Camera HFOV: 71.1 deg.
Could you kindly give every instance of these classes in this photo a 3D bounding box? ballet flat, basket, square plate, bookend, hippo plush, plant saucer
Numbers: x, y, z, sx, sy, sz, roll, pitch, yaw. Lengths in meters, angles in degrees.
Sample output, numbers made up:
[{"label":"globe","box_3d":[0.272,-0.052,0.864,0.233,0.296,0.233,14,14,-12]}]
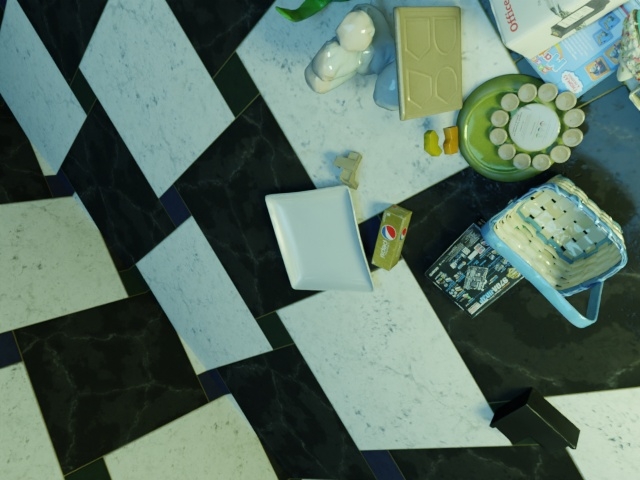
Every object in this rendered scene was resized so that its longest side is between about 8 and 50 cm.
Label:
[{"label":"ballet flat","box_3d":[0.573,-0.282,0.783,0.241,0.091,0.077,49,151,-14]},{"label":"basket","box_3d":[0.470,0.012,0.903,0.254,0.289,0.201,48,133,10]},{"label":"square plate","box_3d":[0.000,0.000,1.437,0.344,0.049,0.347,-2,111,39]},{"label":"bookend","box_3d":[0.581,0.512,1.224,0.157,0.072,0.156,42,133,13]},{"label":"hippo plush","box_3d":[0.121,-0.399,1.038,0.237,0.294,0.234,38,136,-14]},{"label":"plant saucer","box_3d":[0.412,-0.241,0.993,0.241,0.037,0.240,17,121,31]}]

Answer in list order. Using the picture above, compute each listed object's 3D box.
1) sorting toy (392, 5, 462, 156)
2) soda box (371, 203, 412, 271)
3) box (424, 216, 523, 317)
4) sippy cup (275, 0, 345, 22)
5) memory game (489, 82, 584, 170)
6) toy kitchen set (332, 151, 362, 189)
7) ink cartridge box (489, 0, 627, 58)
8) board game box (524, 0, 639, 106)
[{"label":"sorting toy","box_3d":[0.231,-0.327,0.954,0.041,0.229,0.307,14,118,47]},{"label":"soda box","box_3d":[0.200,-0.006,1.268,0.061,0.058,0.181,26,127,25]},{"label":"box","box_3d":[0.401,0.074,1.154,0.175,0.051,0.220,43,132,12]},{"label":"sippy cup","box_3d":[-0.010,-0.655,0.985,0.240,0.224,0.305,13,120,34]},{"label":"memory game","box_3d":[0.446,-0.234,0.934,0.186,0.012,0.186,19,124,30]},{"label":"toy kitchen set","box_3d":[0.079,-0.203,1.281,0.068,0.075,0.083,21,84,25]},{"label":"ink cartridge box","box_3d":[0.429,-0.464,0.780,0.237,0.100,0.171,-24,72,45]},{"label":"board game box","box_3d":[0.509,-0.384,0.840,0.160,0.039,0.211,54,132,3]}]
